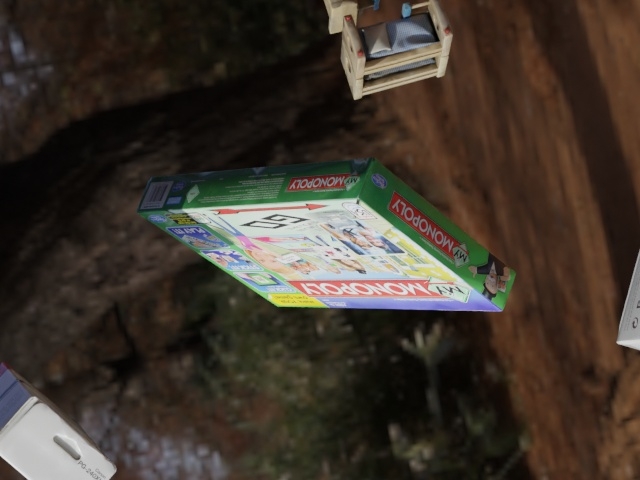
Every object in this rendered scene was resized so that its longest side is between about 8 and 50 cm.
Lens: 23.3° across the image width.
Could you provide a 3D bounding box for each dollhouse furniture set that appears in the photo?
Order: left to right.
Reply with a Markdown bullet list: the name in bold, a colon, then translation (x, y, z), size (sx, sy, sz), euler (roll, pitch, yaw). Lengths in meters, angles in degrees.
- **dollhouse furniture set**: translation (0.079, -0.307, 2.036), size (0.129, 0.129, 0.183), euler (94, 159, -71)

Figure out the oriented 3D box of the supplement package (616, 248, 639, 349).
- **supplement package**: translation (0.373, 0.013, 1.074), size (0.145, 0.262, 0.204), euler (161, 127, -71)

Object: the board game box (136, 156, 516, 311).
- **board game box**: translation (0.000, 0.000, 1.487), size (0.213, 0.317, 0.046), euler (37, -115, -36)

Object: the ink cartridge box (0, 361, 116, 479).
- **ink cartridge box**: translation (-0.263, 0.183, 1.448), size (0.109, 0.063, 0.150), euler (45, 171, -21)
